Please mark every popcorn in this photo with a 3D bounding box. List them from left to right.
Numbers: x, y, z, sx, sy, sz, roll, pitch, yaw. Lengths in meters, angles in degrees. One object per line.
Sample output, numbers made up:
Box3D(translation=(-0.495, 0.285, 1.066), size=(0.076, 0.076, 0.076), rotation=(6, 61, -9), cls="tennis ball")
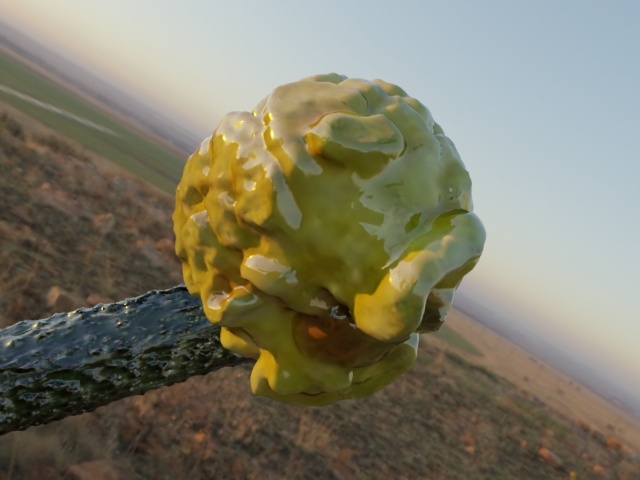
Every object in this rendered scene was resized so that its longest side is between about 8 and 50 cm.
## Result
Box3D(translation=(0.007, 0.007, 0.511), size=(0.181, 0.235, 0.217), rotation=(-16, 45, -40), cls="popcorn")

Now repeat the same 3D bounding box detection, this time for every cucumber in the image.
Box3D(translation=(-0.163, 0.091, 0.659), size=(0.359, 0.096, 0.096), rotation=(-16, 19, -15), cls="cucumber")
